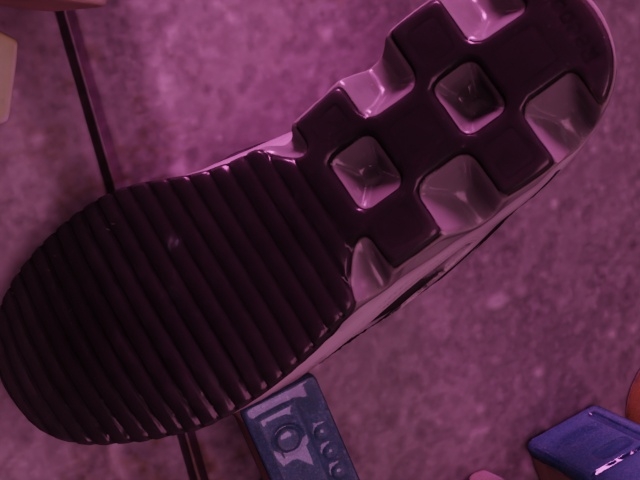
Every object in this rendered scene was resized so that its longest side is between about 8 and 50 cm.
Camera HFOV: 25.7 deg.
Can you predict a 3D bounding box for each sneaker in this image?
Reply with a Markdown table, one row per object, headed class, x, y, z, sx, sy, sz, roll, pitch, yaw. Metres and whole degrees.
| class | x | y | z | sx | sy | sz | roll | pitch | yaw |
| --- | --- | --- | --- | --- | --- | --- | --- | --- | --- |
| sneaker | 0.000 | 0.000 | 0.692 | 0.330 | 0.146 | 0.122 | -29 | 80 | 9 |

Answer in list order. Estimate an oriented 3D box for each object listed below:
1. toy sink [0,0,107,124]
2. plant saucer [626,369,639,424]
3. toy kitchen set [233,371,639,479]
| class | x | y | z | sx | sy | sz | roll | pitch | yaw |
| --- | --- | --- | --- | --- | --- | --- | --- | --- | --- |
| toy sink | -0.220 | -0.062 | 0.580 | 0.234 | 0.153 | 0.131 | 5 | 97 | -22 |
| plant saucer | 0.223 | 0.101 | 0.842 | 0.083 | 0.015 | 0.083 | -3 | 99 | -20 |
| toy kitchen set | 0.079 | 0.112 | 0.732 | 0.207 | 0.122 | 0.166 | -26 | 106 | -15 |
